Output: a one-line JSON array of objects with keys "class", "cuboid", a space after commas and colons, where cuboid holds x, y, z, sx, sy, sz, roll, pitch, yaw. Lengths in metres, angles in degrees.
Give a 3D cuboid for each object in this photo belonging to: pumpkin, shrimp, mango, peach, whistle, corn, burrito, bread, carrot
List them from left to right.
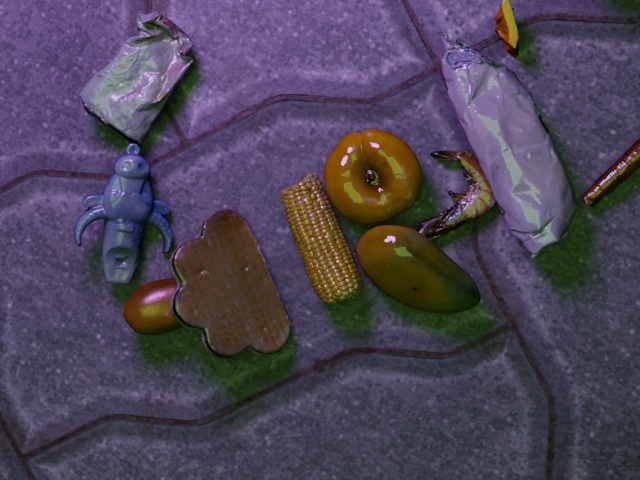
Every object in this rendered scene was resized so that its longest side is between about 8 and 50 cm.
[{"class": "whistle", "cuboid": [-0.366, -0.048, 1.536, 0.180, 0.093, 0.268, 4, 95, -21]}, {"class": "burrito", "cuboid": [-0.331, -0.304, 1.523, 0.144, 0.089, 0.229, 37, 96, -12]}, {"class": "mango", "cuboid": [-0.280, 0.116, 1.545, 0.184, 0.085, 0.102, -22, 85, -12]}, {"class": "bread", "cuboid": [-0.181, 0.093, 1.508, 0.207, 0.056, 0.286, -19, 89, -24]}, {"class": "corn", "cuboid": [0.000, 0.000, 1.508, 0.093, 0.093, 0.244, -21, 87, 6]}, {"class": "peach", "cuboid": [0.094, -0.118, 1.488, 0.179, 0.103, 0.179, 0, 89, 5]}, {"class": "mango", "cuboid": [0.171, 0.061, 1.489, 0.237, 0.091, 0.137, 41, 131, -8]}, {"class": "shrimp", "cuboid": [0.224, -0.089, 1.512, 0.195, 0.035, 0.147, -30, 92, 2]}, {"class": "pumpkin", "cuboid": [0.332, -0.380, 1.468, 0.035, 0.073, 0.101, -13, 89, 2]}, {"class": "burrito", "cuboid": [0.333, -0.189, 1.464, 0.139, 0.101, 0.445, -26, 90, -3]}, {"class": "carrot", "cuboid": [0.543, -0.126, 1.484, 0.171, 0.042, 0.042, -44, 89, 9]}]
